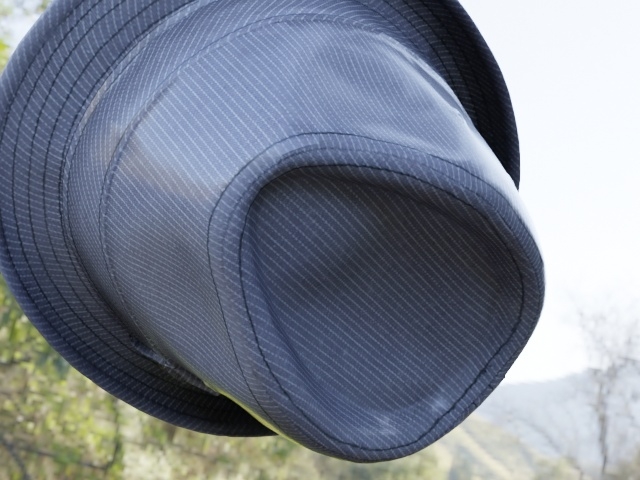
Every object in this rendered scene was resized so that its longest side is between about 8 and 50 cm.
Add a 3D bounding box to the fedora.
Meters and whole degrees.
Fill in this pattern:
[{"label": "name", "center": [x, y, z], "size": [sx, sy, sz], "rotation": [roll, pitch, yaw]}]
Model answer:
[{"label": "fedora", "center": [0.000, 0.000, 0.547], "size": [0.275, 0.243, 0.124], "rotation": [51, -4, -38]}]
